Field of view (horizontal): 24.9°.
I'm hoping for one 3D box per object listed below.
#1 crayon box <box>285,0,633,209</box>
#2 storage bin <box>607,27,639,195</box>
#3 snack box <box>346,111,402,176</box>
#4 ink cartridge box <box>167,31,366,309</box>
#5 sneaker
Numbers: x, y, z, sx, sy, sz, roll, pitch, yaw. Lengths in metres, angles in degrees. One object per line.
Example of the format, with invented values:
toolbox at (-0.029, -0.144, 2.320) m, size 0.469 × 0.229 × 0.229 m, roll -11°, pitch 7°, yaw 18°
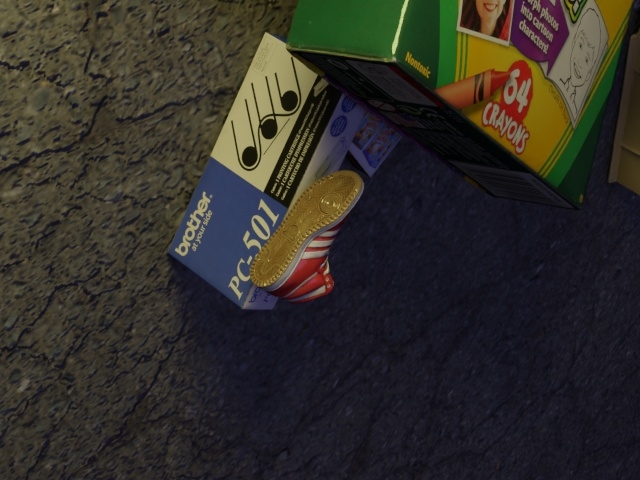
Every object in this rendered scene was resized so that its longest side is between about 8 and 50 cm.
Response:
crayon box at (0.143, -0.228, 1.170) m, size 0.363 × 0.106 × 0.313 m, roll 27°, pitch 76°, yaw -56°
storage bin at (0.485, -0.194, 1.735) m, size 0.262 × 0.123 × 0.260 m, roll -34°, pitch 142°, yaw -30°
snack box at (0.027, -0.122, 1.290) m, size 0.064 × 0.022 × 0.178 m, roll -53°, pitch 148°, yaw -6°
ink cartridge box at (-0.042, -0.055, 1.188) m, size 0.046 × 0.097 × 0.207 m, roll 4°, pitch 115°, yaw -54°
sneaker at (0.000, 0.000, 1.160) m, size 0.118 × 0.042 × 0.067 m, roll -48°, pitch 144°, yaw 2°
